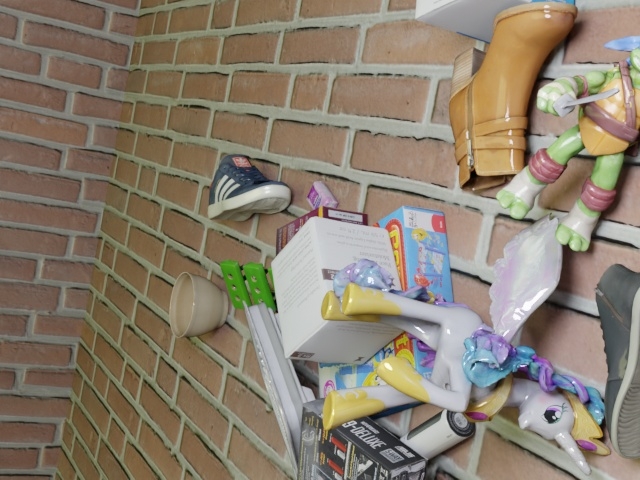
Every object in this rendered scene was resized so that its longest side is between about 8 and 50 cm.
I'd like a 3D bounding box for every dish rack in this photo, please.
[{"bbox_3d":[-0.062,0.292,1.716,0.333,0.072,0.285,-116,11,-46],"label":"dish rack"}]

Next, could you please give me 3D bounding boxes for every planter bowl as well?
[{"bbox_3d":[-0.295,0.164,2.222,0.162,0.109,0.162,-24,62,56],"label":"planter bowl"}]

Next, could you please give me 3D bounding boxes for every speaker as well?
[{"bbox_3d":[0.179,0.304,1.394,0.136,0.055,0.055,-47,44,47],"label":"speaker"}]

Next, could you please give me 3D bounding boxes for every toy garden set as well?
[{"bbox_3d":[-0.074,0.133,1.816,0.244,0.049,0.204,6,122,39],"label":"toy garden set"}]

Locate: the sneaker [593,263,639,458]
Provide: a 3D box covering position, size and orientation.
[{"bbox_3d":[0.377,0.142,1.081,0.118,0.083,0.222,-125,41,-76],"label":"sneaker"}]

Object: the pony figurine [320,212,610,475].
[{"bbox_3d":[0.188,0.137,1.193,0.351,0.363,0.303,-91,19,-50],"label":"pony figurine"}]

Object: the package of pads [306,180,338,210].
[{"bbox_3d":[0.003,-0.080,1.835,0.050,0.032,0.083,-63,34,24],"label":"package of pads"}]

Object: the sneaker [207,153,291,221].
[{"bbox_3d":[-0.174,-0.133,2.064,0.350,0.131,0.148,-9,79,60],"label":"sneaker"}]

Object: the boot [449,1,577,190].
[{"bbox_3d":[0.273,-0.203,1.303,0.283,0.109,0.220,-24,60,59],"label":"boot"}]

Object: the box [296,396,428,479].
[{"bbox_3d":[0.053,0.444,1.463,0.242,0.076,0.307,25,116,52],"label":"box"}]

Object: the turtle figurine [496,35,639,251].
[{"bbox_3d":[0.336,-0.099,1.080,0.274,0.198,0.266,-106,33,-43],"label":"turtle figurine"}]

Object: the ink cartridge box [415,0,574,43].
[{"bbox_3d":[0.262,-0.437,1.327,0.168,0.171,0.232,-7,76,60],"label":"ink cartridge box"}]

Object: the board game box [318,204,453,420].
[{"bbox_3d":[0.103,0.137,1.541,0.302,0.086,0.308,-34,53,53],"label":"board game box"}]

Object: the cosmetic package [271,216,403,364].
[{"bbox_3d":[0.028,0.085,1.444,0.151,0.151,0.183,-48,44,44],"label":"cosmetic package"}]

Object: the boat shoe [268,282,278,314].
[{"bbox_3d":[-0.099,0.136,1.948,0.045,0.050,0.135,-55,48,34],"label":"boat shoe"}]

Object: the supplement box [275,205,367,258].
[{"bbox_3d":[0.000,0.000,1.744,0.188,0.104,0.081,-25,61,56],"label":"supplement box"}]
